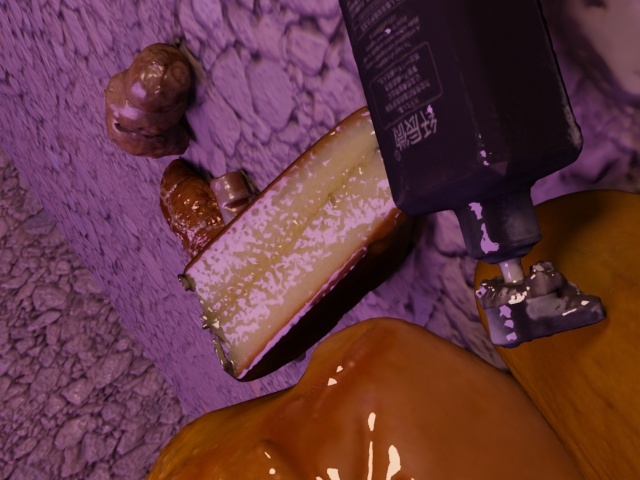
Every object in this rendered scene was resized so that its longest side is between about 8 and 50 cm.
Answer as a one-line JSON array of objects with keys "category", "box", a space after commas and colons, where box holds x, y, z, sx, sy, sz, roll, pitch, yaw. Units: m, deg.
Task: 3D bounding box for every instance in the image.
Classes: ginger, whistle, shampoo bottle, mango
[{"category": "ginger", "box": [-0.186, -0.152, 1.002, 0.104, 0.080, 0.204, 23, 159, -5]}, {"category": "whistle", "box": [-0.065, 0.030, 0.985, 0.057, 0.107, 0.220, 129, 119, -73]}, {"category": "shampoo bottle", "box": [0.056, -0.101, 0.435, 0.098, 0.071, 0.309, -23, 81, 64]}, {"category": "mango", "box": [0.196, 0.088, 0.434, 0.331, 0.142, 0.195, 53, 157, 30]}]

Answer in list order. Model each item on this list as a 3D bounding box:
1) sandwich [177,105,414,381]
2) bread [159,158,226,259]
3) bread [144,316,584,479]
[{"category": "sandwich", "box": [0.000, 0.000, 0.768, 0.236, 0.128, 0.122, -42, 80, 25]}, {"category": "bread", "box": [-0.134, -0.011, 1.101, 0.233, 0.076, 0.105, 45, 158, 23]}, {"category": "bread", "box": [0.057, 0.251, 0.620, 0.394, 0.250, 0.361, 30, 145, 0]}]
